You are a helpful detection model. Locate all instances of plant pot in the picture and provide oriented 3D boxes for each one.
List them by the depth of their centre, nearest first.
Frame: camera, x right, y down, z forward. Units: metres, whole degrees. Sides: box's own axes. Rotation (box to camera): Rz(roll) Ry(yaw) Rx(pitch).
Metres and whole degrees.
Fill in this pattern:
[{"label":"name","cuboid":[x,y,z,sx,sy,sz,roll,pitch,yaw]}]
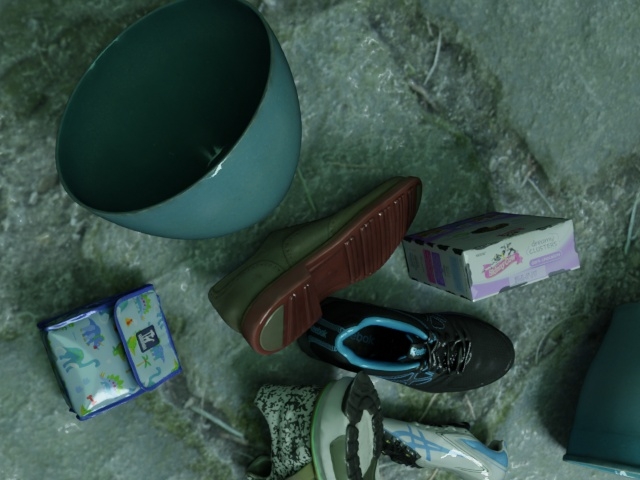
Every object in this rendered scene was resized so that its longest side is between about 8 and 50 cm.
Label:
[{"label":"plant pot","cuboid":[-0.136,-0.116,0.888,0.290,0.290,0.195,-53,142,-6]},{"label":"plant pot","cuboid":[0.525,0.237,1.124,0.271,0.271,0.255,18,75,-18]}]

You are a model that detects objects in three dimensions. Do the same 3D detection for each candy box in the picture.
[{"label":"candy box","cuboid":[0.230,0.016,1.030,0.164,0.196,0.070,-15,100,-15]}]

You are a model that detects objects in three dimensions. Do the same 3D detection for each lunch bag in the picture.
[{"label":"lunch bag","cuboid":[-0.264,0.139,0.950,0.151,0.096,0.129,-21,99,-29]}]

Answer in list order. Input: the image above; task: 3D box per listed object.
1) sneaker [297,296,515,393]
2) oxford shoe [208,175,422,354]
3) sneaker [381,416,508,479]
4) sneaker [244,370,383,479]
[{"label":"sneaker","cuboid":[0.140,0.161,1.047,0.340,0.139,0.125,8,90,-19]},{"label":"oxford shoe","cuboid":[0.000,0.000,1.001,0.348,0.130,0.123,-36,142,-29]},{"label":"sneaker","cuboid":[0.174,0.303,1.111,0.237,0.085,0.086,22,62,-14]},{"label":"sneaker","cuboid":[-0.013,0.357,1.043,0.182,0.158,0.410,8,111,24]}]
